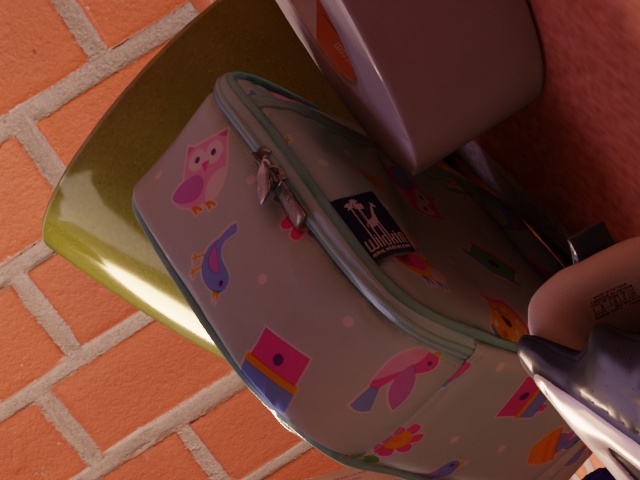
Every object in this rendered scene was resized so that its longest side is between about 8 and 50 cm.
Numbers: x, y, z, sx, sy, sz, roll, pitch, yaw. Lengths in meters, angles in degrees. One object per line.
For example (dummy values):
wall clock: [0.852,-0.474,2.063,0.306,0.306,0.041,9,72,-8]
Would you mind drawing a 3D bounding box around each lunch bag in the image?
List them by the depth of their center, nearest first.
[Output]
lunch bag: [0.040,0.021,0.741,0.279,0.108,0.224,22,-153,-48]

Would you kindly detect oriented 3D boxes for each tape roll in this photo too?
tape roll: [0.015,-0.140,0.647,0.219,0.072,0.219,58,177,4]

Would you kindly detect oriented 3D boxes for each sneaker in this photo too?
sneaker: [0.139,0.067,0.529,0.153,0.094,0.235,59,178,13]

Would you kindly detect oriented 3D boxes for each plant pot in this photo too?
plant pot: [0.000,0.000,0.998,0.293,0.275,0.275,42,176,5]

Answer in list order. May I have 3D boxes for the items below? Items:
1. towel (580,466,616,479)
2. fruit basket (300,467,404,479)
towel: [0.248,0.308,0.998,0.308,0.076,0.227,57,-156,-60]
fruit basket: [0.184,0.402,1.668,0.353,0.327,0.165,52,140,35]
